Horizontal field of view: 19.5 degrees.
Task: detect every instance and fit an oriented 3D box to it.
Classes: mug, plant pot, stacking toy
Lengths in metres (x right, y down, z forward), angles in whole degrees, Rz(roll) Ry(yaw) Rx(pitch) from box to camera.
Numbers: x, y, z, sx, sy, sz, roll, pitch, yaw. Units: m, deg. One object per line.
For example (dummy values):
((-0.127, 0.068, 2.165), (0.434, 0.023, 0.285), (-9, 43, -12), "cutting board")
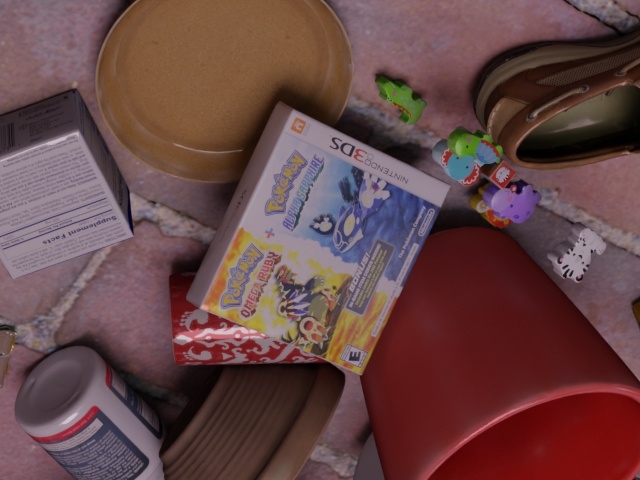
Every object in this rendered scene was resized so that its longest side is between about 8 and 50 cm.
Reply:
((-0.064, 0.056, 1.836), (0.169, 0.113, 0.150), (-4, 114, -1), "mug")
((-0.086, 0.200, 1.881), (0.110, 0.237, 0.237), (37, 117, -7), "plant pot")
((0.157, 0.138, 1.818), (0.275, 0.243, 0.275), (-17, 143, -13), "plant pot")
((-0.088, -0.155, 1.700), (0.236, 0.032, 0.236), (-5, 130, -7), "plant pot")
((0.152, -0.057, 1.732), (0.221, 0.167, 0.052), (39, 90, -34), "stacking toy")

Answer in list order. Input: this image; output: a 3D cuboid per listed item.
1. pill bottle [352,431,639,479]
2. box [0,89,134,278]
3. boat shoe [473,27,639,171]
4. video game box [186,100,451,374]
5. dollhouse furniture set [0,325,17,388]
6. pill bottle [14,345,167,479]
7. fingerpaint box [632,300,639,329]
((0.200, 0.296, 2.024), (0.319, 0.176, 0.176), (23, 121, -26), "pill bottle")
((-0.256, -0.051, 1.727), (0.126, 0.072, 0.137), (-19, 129, 5), "box")
((0.310, -0.131, 1.734), (0.324, 0.120, 0.122), (-15, 130, 2), "boat shoe")
((0.000, 0.000, 1.736), (0.187, 0.048, 0.205), (24, 92, -24), "video game box")
((-0.388, 0.112, 1.868), (0.152, 0.058, 0.076), (-4, 124, -32), "dollhouse furniture set")
((-0.222, 0.202, 1.915), (0.108, 0.108, 0.180), (-28, 128, 13), "pill bottle")
((0.614, 0.143, 1.983), (0.371, 0.163, 0.445), (-34, 126, 17), "fingerpaint box")
